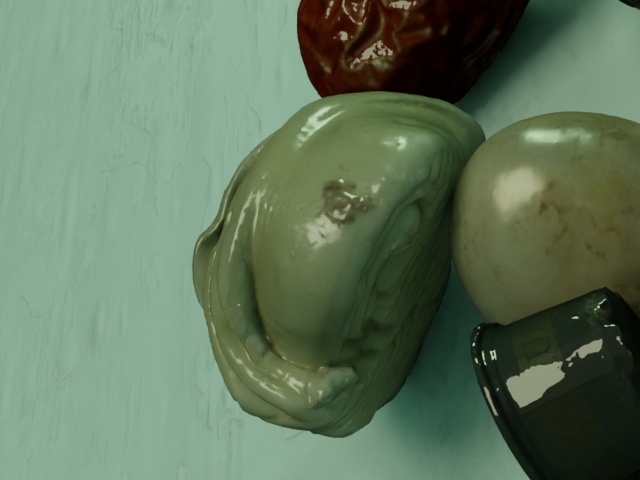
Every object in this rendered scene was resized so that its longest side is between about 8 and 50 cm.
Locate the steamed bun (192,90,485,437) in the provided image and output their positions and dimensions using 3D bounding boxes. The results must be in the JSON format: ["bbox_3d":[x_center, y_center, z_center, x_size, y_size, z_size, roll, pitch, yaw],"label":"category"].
[{"bbox_3d":[-0.003,0.010,1.140,0.219,0.324,0.310,23,109,17],"label":"steamed bun"}]

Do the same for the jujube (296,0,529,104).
[{"bbox_3d":[0.119,-0.261,1.273,0.342,0.216,0.216,-37,42,39],"label":"jujube"}]

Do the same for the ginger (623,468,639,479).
[{"bbox_3d":[0.263,0.211,0.886,0.115,0.081,0.205,-55,23,-16],"label":"ginger"}]

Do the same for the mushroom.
[{"bbox_3d":[0.200,-0.006,1.031,0.206,0.206,0.209,-65,11,0],"label":"mushroom"}]

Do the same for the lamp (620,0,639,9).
[{"bbox_3d":[0.301,-0.291,1.118,0.223,0.151,0.215,-23,38,-15],"label":"lamp"}]

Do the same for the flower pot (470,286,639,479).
[{"bbox_3d":[0.193,0.107,0.907,0.106,0.157,0.157,-30,44,19],"label":"flower pot"}]
